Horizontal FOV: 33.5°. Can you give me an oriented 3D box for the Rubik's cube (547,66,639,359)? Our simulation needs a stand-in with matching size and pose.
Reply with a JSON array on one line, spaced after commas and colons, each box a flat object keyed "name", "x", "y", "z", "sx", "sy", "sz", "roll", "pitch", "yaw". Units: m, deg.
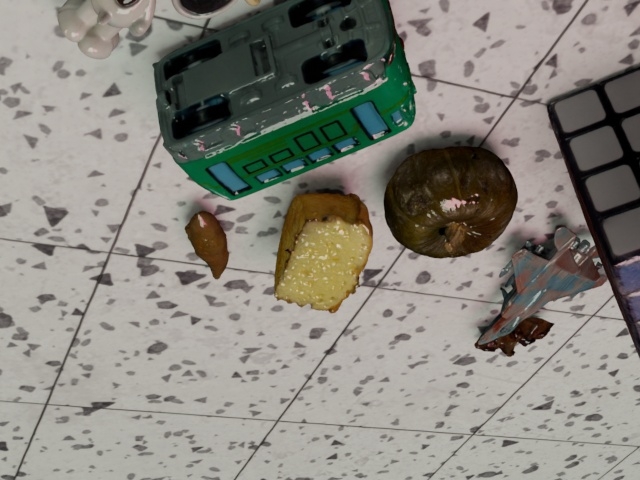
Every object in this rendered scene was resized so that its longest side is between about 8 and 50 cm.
[{"name": "Rubik's cube", "x": 0.580, "y": -0.056, "z": 1.629, "sx": 0.337, "sy": 0.344, "sz": 0.344, "roll": -20, "pitch": 143, "yaw": 12}]

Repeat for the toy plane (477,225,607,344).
[{"name": "toy plane", "x": 0.391, "y": 0.090, "z": 1.967, "sx": 0.223, "sy": 0.104, "sz": 0.326, "roll": 16, "pitch": 139, "yaw": -30}]

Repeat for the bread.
[{"name": "bread", "x": 0.000, "y": 0.000, "z": 1.722, "sx": 0.143, "sy": 0.139, "sz": 0.229, "roll": 7, "pitch": 139, "yaw": -18}]

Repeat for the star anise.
[{"name": "star anise", "x": 0.381, "y": 0.189, "z": 2.113, "sx": 0.168, "sy": 0.057, "sz": 0.168, "roll": -14, "pitch": 157, "yaw": -6}]

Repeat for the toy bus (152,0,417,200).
[{"name": "toy bus", "x": -0.037, "y": -0.194, "z": 1.427, "sx": 0.343, "sy": 0.183, "sz": 0.199, "roll": -20, "pitch": 145, "yaw": 13}]

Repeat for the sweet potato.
[{"name": "sweet potato", "x": -0.184, "y": 0.004, "z": 1.753, "sx": 0.068, "sy": 0.060, "sz": 0.206, "roll": 20, "pitch": 150, "yaw": 22}]

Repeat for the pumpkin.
[{"name": "pumpkin", "x": 0.206, "y": -0.052, "z": 1.691, "sx": 0.219, "sy": 0.162, "sz": 0.219, "roll": -4, "pitch": 145, "yaw": -3}]

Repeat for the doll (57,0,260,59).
[{"name": "doll", "x": -0.180, "y": -0.316, "z": 1.292, "sx": 0.208, "sy": 0.144, "sz": 0.271, "roll": 28, "pitch": 128, "yaw": -13}]
